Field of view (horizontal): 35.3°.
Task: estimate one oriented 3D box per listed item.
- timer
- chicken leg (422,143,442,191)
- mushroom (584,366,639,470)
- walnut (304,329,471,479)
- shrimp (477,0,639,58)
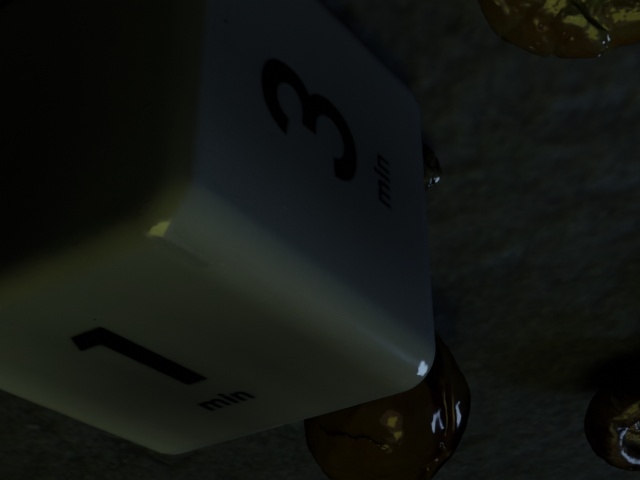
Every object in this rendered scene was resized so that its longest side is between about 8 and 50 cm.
[{"bbox_3d":[-0.073,-0.020,0.520,0.194,0.192,0.195,-22,142,31],"label":"timer"},{"bbox_3d":[0.004,0.004,0.673,0.196,0.080,0.125,-23,133,28],"label":"chicken leg"},{"bbox_3d":[0.304,0.151,0.903,0.135,0.080,0.170,-18,145,5],"label":"mushroom"},{"bbox_3d":[0.054,0.144,0.841,0.137,0.137,0.245,4,156,-7],"label":"walnut"},{"bbox_3d":[0.164,-0.138,0.486,0.180,0.041,0.099,-6,133,12],"label":"shrimp"}]
